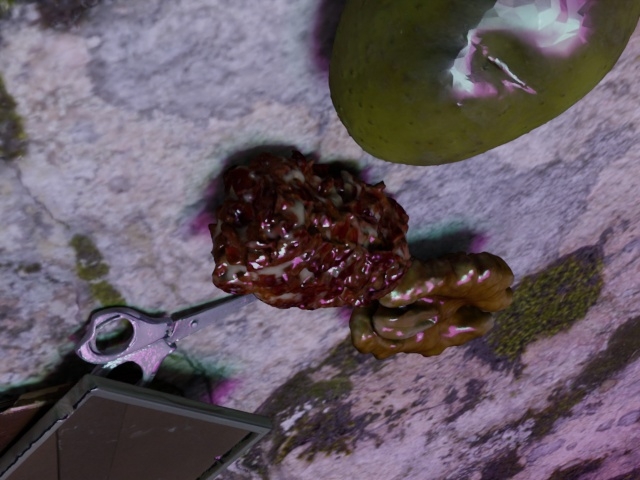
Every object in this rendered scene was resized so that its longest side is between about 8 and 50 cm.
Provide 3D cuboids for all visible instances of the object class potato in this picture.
[{"bbox_3d":[0.112,-0.152,0.714,0.248,0.143,0.169,-40,107,20],"label":"potato"}]

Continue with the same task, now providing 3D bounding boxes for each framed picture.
[{"bbox_3d":[-0.212,0.231,0.976,0.289,0.020,0.211,-43,139,23],"label":"framed picture"}]

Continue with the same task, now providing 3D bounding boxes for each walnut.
[{"bbox_3d":[0.105,0.055,1.026,0.170,0.069,0.143,2,135,-37],"label":"walnut"}]

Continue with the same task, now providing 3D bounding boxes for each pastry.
[{"bbox_3d":[-0.002,0.001,0.856,0.115,0.097,0.208,-37,148,25],"label":"pastry"}]

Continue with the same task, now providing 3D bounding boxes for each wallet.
[{"bbox_3d":[-0.238,0.157,0.921,0.176,0.026,0.095,-11,144,-30],"label":"wallet"}]

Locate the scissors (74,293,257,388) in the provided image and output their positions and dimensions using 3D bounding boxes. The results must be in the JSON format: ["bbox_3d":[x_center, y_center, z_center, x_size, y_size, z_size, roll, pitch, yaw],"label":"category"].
[{"bbox_3d":[-0.117,0.075,0.913,0.189,0.015,0.100,-22,129,-22],"label":"scissors"}]
